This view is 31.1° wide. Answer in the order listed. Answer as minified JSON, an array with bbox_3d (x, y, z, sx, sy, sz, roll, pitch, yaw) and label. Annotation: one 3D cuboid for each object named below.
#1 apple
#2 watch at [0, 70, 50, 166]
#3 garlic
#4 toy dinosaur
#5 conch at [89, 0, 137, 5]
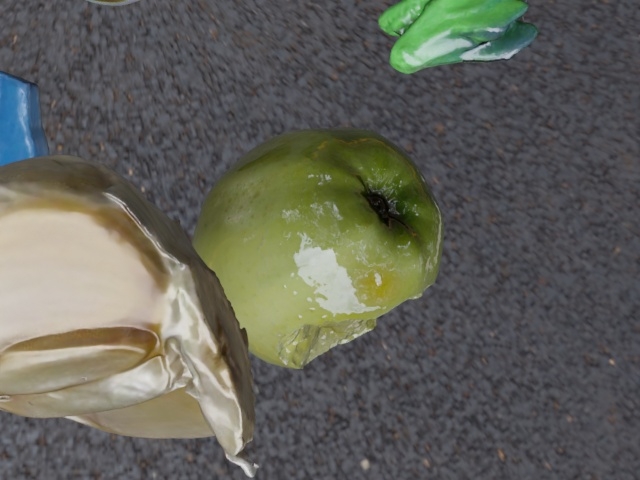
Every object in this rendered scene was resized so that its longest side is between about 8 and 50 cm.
[{"bbox_3d":[0.000,0.000,1.239,0.279,0.279,0.279,-3,109,-10],"label":"apple"},{"bbox_3d":[-0.372,-0.015,0.905,0.241,0.274,0.305,12,100,9],"label":"watch"},{"bbox_3d":[-0.068,0.022,0.341,0.094,0.074,0.113,-13,124,18],"label":"garlic"},{"bbox_3d":[0.271,-0.328,0.929,0.500,0.374,0.144,-14,139,8],"label":"toy dinosaur"},{"bbox_3d":[-0.285,-0.441,1.532,0.197,0.368,0.249,-13,91,-31],"label":"conch"}]
